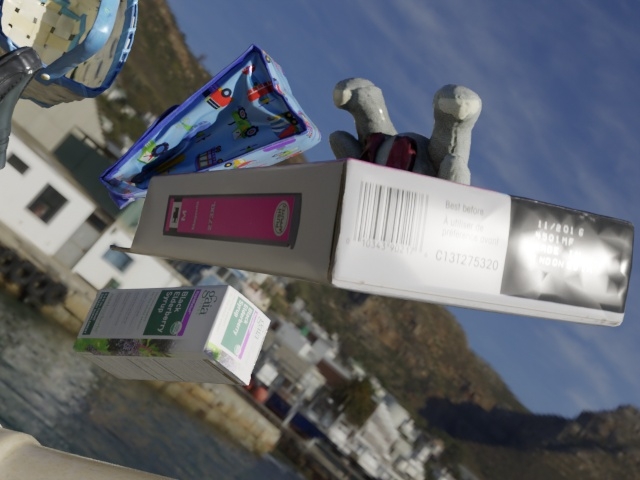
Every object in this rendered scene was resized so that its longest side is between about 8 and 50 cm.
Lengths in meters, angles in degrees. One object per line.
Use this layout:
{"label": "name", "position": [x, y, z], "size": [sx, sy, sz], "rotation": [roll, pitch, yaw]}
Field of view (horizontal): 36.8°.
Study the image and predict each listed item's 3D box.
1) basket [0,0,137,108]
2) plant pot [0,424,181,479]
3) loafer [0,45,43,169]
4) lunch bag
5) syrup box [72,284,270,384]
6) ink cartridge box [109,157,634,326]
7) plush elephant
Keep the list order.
{"label": "basket", "position": [-0.347, -0.330, 1.346], "size": [0.201, 0.254, 0.289], "rotation": [27, -29, -29]}
{"label": "plant pot", "position": [-0.211, 0.339, 0.900], "size": [0.306, 0.333, 0.334], "rotation": [4, -13, 4]}
{"label": "loafer", "position": [-0.346, -0.106, 0.976], "size": [0.078, 0.223, 0.076], "rotation": [45, 23, -7]}
{"label": "lunch bag", "position": [-0.160, -0.124, 1.330], "size": [0.138, 0.293, 0.221], "rotation": [59, 6, 0]}
{"label": "syrup box", "position": [-0.189, 0.119, 1.216], "size": [0.237, 0.093, 0.096], "rotation": [-4, -35, 37]}
{"label": "ink cartridge box", "position": [0.000, 0.000, 0.616], "size": [0.176, 0.069, 0.371], "rotation": [9, -5, -27]}
{"label": "plush elephant", "position": [0.076, -0.063, 1.456], "size": [0.272, 0.255, 0.330], "rotation": [21, -48, 40]}
